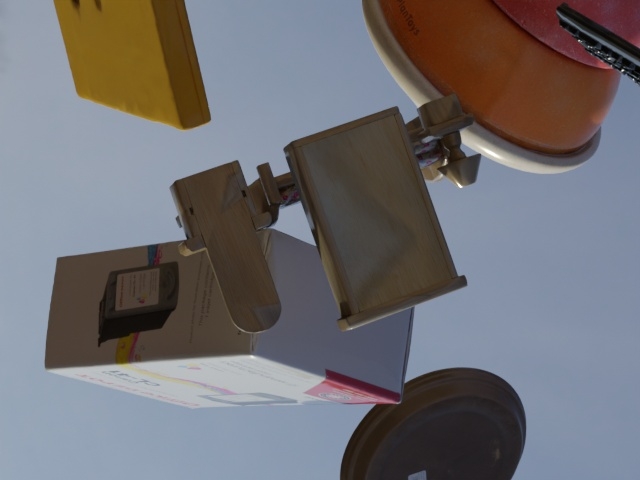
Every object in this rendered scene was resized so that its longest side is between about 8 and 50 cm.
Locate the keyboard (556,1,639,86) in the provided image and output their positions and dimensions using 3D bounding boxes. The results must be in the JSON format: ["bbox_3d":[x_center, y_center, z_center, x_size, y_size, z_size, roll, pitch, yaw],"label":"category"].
[{"bbox_3d":[0.344,-0.102,1.529,0.317,0.201,0.033,41,-77,41],"label":"keyboard"}]

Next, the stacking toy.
[{"bbox_3d":[0.306,-0.339,2.041,0.480,0.350,0.351,-47,-152,34],"label":"stacking toy"}]

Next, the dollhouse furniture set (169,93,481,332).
[{"bbox_3d":[0.000,0.000,1.734,0.355,0.303,0.174,153,-82,-77],"label":"dollhouse furniture set"}]

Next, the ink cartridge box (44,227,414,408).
[{"bbox_3d":[-0.093,0.087,1.807,0.306,0.226,0.131,-9,-111,42],"label":"ink cartridge box"}]

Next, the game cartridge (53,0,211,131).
[{"bbox_3d":[-0.235,-0.284,2.073,0.323,0.052,0.285,21,-53,58],"label":"game cartridge"}]

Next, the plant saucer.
[{"bbox_3d":[0.159,0.295,2.417,0.278,0.278,0.041,-62,-145,19],"label":"plant saucer"}]
